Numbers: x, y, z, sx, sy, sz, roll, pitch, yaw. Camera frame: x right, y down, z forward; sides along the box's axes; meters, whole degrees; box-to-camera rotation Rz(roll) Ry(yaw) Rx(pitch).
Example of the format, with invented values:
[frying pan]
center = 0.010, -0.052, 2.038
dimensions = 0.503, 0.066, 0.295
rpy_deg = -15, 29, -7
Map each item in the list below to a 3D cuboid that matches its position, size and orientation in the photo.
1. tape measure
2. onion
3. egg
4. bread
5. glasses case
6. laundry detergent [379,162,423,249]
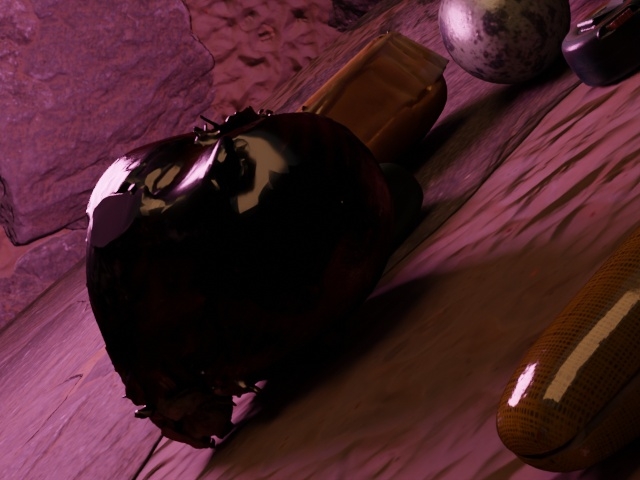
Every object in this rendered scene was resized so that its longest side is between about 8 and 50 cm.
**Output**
[tape measure]
center = 0.232, -0.223, 1.130
dimensions = 0.107, 0.180, 0.104
rpy_deg = -42, 28, -17
[onion]
center = -0.060, 0.005, 1.059
dimensions = 0.281, 0.221, 0.281
rpy_deg = -27, 46, 33
[egg]
center = 0.187, -0.222, 1.343
dimensions = 0.132, 0.132, 0.172
rpy_deg = -37, 22, 11
[bread]
center = 0.032, -0.105, 1.408
dimensions = 0.241, 0.107, 0.136
rpy_deg = -44, -8, -25
[glasses case]
center = 0.173, 0.018, 0.633
dimensions = 0.234, 0.064, 0.079
rpy_deg = -44, 5, -17
[laundry detergent]
center = 0.000, 0.000, 1.251
dimensions = 0.137, 0.063, 0.211
rpy_deg = -53, 17, -30
